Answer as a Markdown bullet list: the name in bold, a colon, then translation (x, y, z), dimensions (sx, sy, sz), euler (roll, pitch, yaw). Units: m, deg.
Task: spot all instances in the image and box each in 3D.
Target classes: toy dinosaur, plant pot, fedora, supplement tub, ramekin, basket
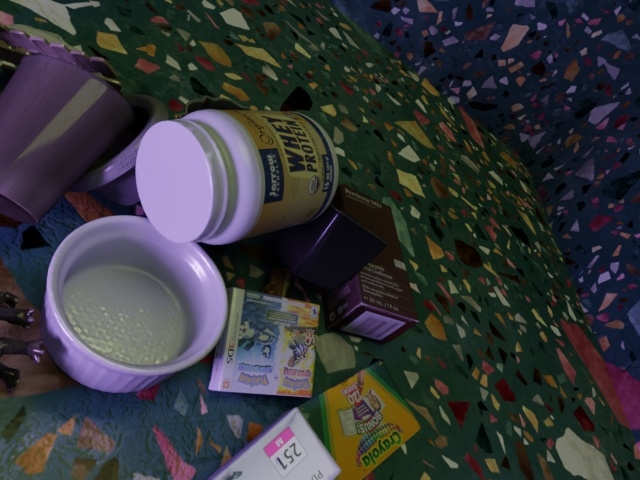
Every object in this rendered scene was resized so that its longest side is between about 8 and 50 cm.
- **toy dinosaur**: translation (-0.472, 0.119, 0.616), dimensions (0.160, 0.121, 0.313), euler (16, 50, -53)
- **plant pot**: translation (0.000, 0.000, 1.069), dimensions (0.188, 0.167, 0.187), euler (32, 6, -45)
- **fedora**: translation (-0.378, -0.160, 0.913), dimensions (0.243, 0.276, 0.124), euler (-49, 136, -17)
- **supplement tub**: translation (-0.139, -0.118, 0.859), dimensions (0.316, 0.228, 0.228), euler (-19, 71, -51)
- **ramekin**: translation (-0.305, 0.109, 0.774), dimensions (0.277, 0.135, 0.277), euler (26, 42, -25)
- **basket**: translation (-0.444, -0.153, 0.748), dimensions (0.205, 0.154, 0.226), euler (19, 65, 9)

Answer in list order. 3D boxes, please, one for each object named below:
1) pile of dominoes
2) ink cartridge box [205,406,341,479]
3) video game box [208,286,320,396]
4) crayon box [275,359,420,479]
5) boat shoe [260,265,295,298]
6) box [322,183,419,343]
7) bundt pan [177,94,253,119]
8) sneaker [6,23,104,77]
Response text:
- **pile of dominoes**: translation (-0.506, -0.347, 0.911), dimensions (0.251, 0.196, 0.040), euler (14, 77, -18)
- **ink cartridge box**: translation (-0.073, 0.435, 0.707), dimensions (0.275, 0.060, 0.238), euler (-32, 80, -35)
- **video game box**: translation (-0.100, 0.199, 0.913), dimensions (0.205, 0.048, 0.186), euler (16, 72, -34)
- **crayon box**: translation (0.064, 0.367, 0.945), dimensions (0.279, 0.081, 0.165), euler (-11, 66, -49)
- **boat shoe**: translation (-0.102, 0.127, 1.028), dimensions (0.060, 0.064, 0.178), euler (10, 45, 6)
- **box**: translation (0.109, 0.055, 1.228), dimensions (0.191, 0.143, 0.381), euler (20, 43, -31)
- **bundt pan**: translation (-0.208, -0.183, 1.143), dimensions (0.331, 0.124, 0.330), euler (25, 43, -26)
- **sneaker**: translation (-0.570, -0.415, 1.045), dimensions (0.212, 0.080, 0.094), euler (26, 30, -24)
